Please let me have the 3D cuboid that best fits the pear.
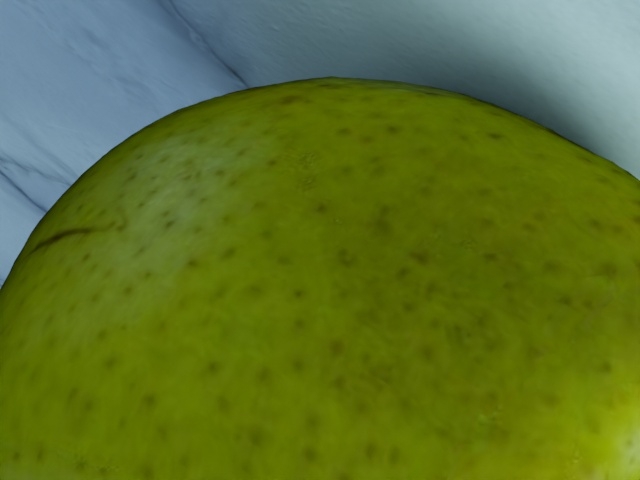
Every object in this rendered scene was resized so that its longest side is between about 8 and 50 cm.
[{"bbox_3d":[0.009,0.114,0.627,0.362,0.362,0.418,39,158,-27],"label":"pear"}]
